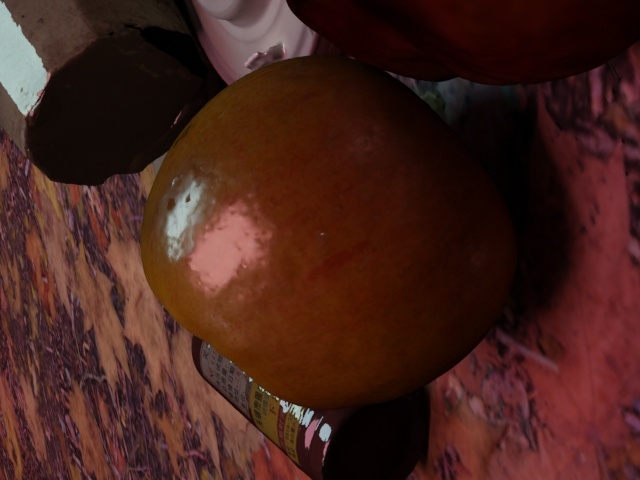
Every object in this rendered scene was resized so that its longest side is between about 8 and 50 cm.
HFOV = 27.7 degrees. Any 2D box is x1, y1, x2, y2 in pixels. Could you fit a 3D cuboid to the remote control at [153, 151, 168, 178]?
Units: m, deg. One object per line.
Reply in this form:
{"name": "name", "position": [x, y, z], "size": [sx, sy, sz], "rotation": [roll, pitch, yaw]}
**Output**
{"name": "remote control", "position": [-0.058, -0.026, 0.911], "size": [0.309, 0.038, 0.090], "rotation": [32, 132, 60]}

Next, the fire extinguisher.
{"name": "fire extinguisher", "position": [-0.030, 0.090, 0.843], "size": [0.252, 0.075, 0.106], "rotation": [31, 153, 51]}

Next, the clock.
{"name": "clock", "position": [-0.047, -0.201, 0.779], "size": [0.244, 0.056, 0.244], "rotation": [168, 90, -67]}

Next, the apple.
{"name": "apple", "position": [0.000, 0.000, 0.620], "size": [0.182, 0.155, 0.182], "rotation": [52, 179, 1]}

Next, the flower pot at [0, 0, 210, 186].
{"name": "flower pot", "position": [-0.178, -0.160, 0.934], "size": [0.202, 0.212, 0.212], "rotation": [51, 147, 30]}

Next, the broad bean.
{"name": "broad bean", "position": [0.051, -0.128, 0.514], "size": [0.122, 0.156, 0.228], "rotation": [-57, 22, -1]}
